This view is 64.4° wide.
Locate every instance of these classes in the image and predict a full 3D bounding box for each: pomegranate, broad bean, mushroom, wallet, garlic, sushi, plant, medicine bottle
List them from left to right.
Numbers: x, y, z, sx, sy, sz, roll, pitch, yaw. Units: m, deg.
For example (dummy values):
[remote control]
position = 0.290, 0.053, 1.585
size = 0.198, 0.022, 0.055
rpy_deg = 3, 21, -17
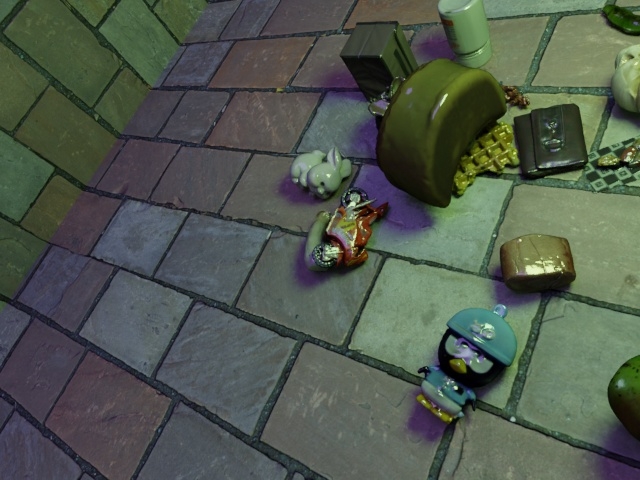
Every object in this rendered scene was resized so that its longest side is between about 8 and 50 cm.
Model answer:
[mushroom]
position = -0.004, -0.002, 1.667
size = 0.081, 0.092, 0.223
rpy_deg = 126, 155, -54
[plant]
position = 0.259, -0.427, 1.697
size = 0.178, 0.234, 0.203
rpy_deg = -11, 62, 32
[medicine bottle]
position = 0.494, -0.712, 1.717
size = 0.145, 0.252, 0.144
rpy_deg = -18, 51, 23
[wallet]
position = 0.667, -0.292, 1.479
size = 0.182, 0.049, 0.228
rpy_deg = -9, 58, 25
[sushi]
position = 0.807, -0.217, 1.357
size = 0.201, 0.031, 0.139
rpy_deg = -20, 53, 19
[broad bean]
position = 1.002, -0.673, 1.526
size = 0.292, 0.049, 0.144
rpy_deg = 7, 59, 32
[garlic]
position = 0.878, -0.414, 1.336
size = 0.185, 0.203, 0.280
rpy_deg = -39, 50, 29
[pomegranate]
position = 0.654, 0.323, 0.978
size = 0.182, 0.224, 0.181
rpy_deg = -13, 39, 11

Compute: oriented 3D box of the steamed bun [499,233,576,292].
[steamed bun]
position = 0.549, 0.057, 1.296
size = 0.175, 0.106, 0.144
rpy_deg = -6, 52, 12

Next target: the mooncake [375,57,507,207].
[mooncake]
position = 0.355, -0.321, 1.494
size = 0.394, 0.392, 0.246
rpy_deg = -23, 40, -39

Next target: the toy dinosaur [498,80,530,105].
[toy dinosaur]
position = 0.612, -0.469, 1.620
size = 0.055, 0.049, 0.154
rpy_deg = -12, 46, -19

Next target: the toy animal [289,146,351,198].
[toy animal]
position = -0.002, -0.244, 1.800
size = 0.193, 0.127, 0.178
rpy_deg = 12, 66, 39

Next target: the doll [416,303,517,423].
[doll]
position = 0.358, 0.287, 1.236
size = 0.177, 0.141, 0.314
rpy_deg = 33, 85, 28

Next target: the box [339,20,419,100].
[box]
position = 0.220, -0.633, 1.829
size = 0.188, 0.252, 0.153
rpy_deg = 16, 72, 36

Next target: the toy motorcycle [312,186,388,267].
[toy motorcycle]
position = 0.095, -0.027, 1.603
size = 0.171, 0.089, 0.298
rpy_deg = 24, 71, 9

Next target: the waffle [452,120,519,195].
[waffle]
position = 0.453, -0.269, 1.587
size = 0.301, 0.058, 0.281
rpy_deg = -10, 57, 25
